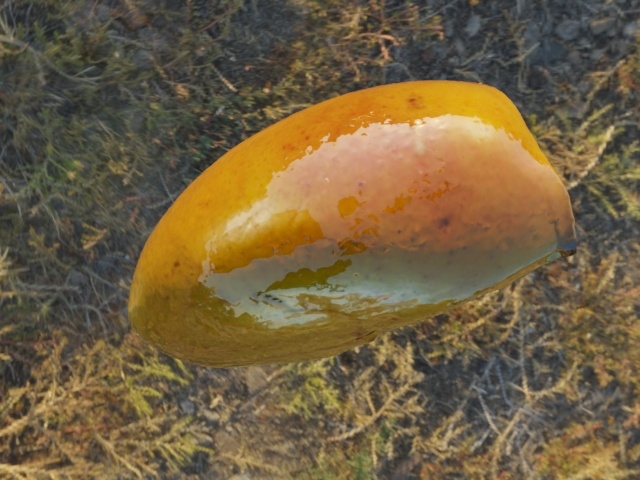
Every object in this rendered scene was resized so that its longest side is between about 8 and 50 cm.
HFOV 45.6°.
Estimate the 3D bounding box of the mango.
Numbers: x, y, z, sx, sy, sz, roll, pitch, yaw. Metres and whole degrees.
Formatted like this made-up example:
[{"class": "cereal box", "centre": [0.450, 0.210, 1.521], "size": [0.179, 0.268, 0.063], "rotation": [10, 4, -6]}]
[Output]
[{"class": "mango", "centre": [0.000, 0.000, 0.463], "size": [0.257, 0.187, 0.138], "rotation": [-17, 76, -4]}]
